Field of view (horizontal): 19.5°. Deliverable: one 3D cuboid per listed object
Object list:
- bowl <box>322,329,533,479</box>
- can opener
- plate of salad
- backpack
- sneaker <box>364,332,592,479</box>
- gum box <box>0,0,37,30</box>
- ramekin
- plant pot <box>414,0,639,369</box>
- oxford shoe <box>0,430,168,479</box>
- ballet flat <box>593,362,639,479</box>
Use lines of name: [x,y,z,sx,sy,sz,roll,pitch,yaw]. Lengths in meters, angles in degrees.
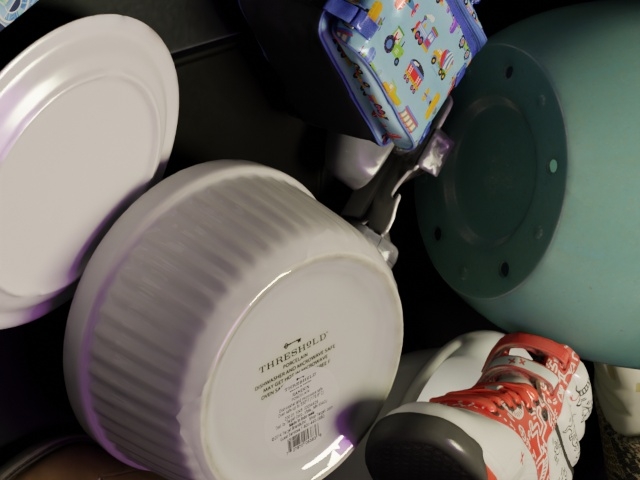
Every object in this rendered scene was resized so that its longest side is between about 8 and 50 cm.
bowl: [0.060,0.210,1.388,0.298,0.134,0.298,-9,101,-57]
can opener: [0.000,0.000,1.295,0.095,0.076,0.283,35,80,-22]
plate of salad: [-0.157,-0.041,1.065,0.200,0.048,0.200,-40,148,-32]
backpack: [0.042,-0.166,1.196,0.173,0.117,0.158,-55,145,-20]
sneaker: [0.112,0.119,1.254,0.270,0.090,0.145,47,53,-55]
gum box: [-0.149,-0.221,0.976,0.184,0.041,0.157,-45,140,-27]
ramekin: [-0.043,0.063,1.139,0.207,0.109,0.207,-24,127,-37]
plant pot: [0.212,-0.045,1.356,0.235,0.293,0.293,4,107,-32]
oxford shoe: [-0.130,0.173,1.181,0.227,0.096,0.083,-3,113,-50]
ballet flat: [0.347,0.042,1.650,0.182,0.164,0.483,16,119,-33]
